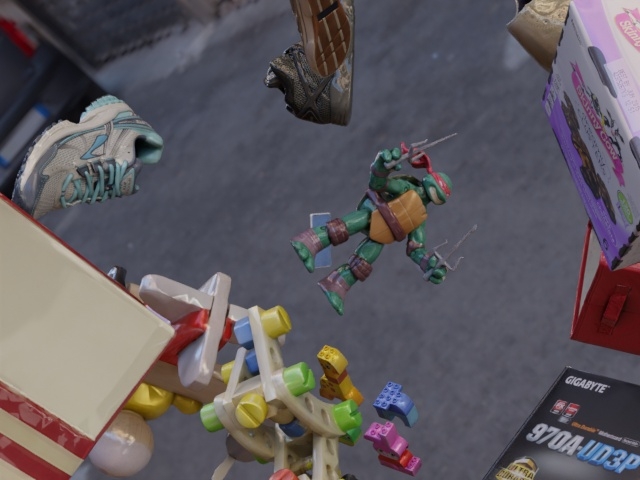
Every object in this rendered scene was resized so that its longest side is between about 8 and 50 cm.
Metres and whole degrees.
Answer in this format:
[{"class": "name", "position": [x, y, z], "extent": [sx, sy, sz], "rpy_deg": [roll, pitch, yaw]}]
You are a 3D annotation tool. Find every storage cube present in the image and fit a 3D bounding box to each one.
[{"class": "storage cube", "position": [0.429, 0.021, 1.602], "extent": [0.184, 0.193, 0.215], "rpy_deg": [94, -169, -55]}]

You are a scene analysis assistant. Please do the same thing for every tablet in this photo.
[{"class": "tablet", "position": [0.000, 0.000, 1.987], "extent": [0.006, 0.083, 0.054], "rpy_deg": [2, 4, 33]}]

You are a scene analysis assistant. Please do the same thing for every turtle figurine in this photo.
[{"class": "turtle figurine", "position": [0.087, -0.021, 1.552], "extent": [0.234, 0.175, 0.118], "rpy_deg": [-35, 12, 0]}]

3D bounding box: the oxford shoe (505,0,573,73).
[{"class": "oxford shoe", "position": [0.283, -0.321, 1.377], "extent": [0.140, 0.146, 0.397], "rpy_deg": [-47, 19, 43]}]

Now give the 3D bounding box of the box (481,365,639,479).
[{"class": "box", "position": [0.262, 0.217, 1.248], "extent": [0.175, 0.051, 0.220], "rpy_deg": [-51, 20, -12]}]

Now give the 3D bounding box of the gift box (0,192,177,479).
[{"class": "gift box", "position": [-0.257, 0.043, 0.757], "extent": [0.255, 0.258, 0.276], "rpy_deg": [-55, 18, -12]}]

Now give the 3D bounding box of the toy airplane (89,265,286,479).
[{"class": "toy airplane", "position": [-0.210, 0.174, 1.664], "extent": [0.386, 0.384, 0.272], "rpy_deg": [15, 77, 22]}]

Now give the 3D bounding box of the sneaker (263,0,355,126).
[{"class": "sneaker", "position": [-0.013, -0.277, 1.844], "extent": [0.087, 0.130, 0.228], "rpy_deg": [88, -173, -84]}]

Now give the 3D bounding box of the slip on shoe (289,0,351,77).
[{"class": "slip on shoe", "position": [-0.006, -0.216, 1.244], "extent": [0.051, 0.135, 0.041], "rpy_deg": [-38, 54, -16]}]

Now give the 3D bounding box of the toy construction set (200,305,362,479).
[{"class": "toy construction set", "position": [-0.042, 0.241, 1.237], "extent": [0.151, 0.215, 0.328], "rpy_deg": [-14, 38, 29]}]

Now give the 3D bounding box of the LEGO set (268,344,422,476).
[{"class": "LEGO set", "position": [0.027, 0.183, 1.536], "extent": [0.227, 0.093, 0.087], "rpy_deg": [14, 52, 35]}]

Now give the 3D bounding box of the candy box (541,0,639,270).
[{"class": "candy box", "position": [0.240, -0.084, 1.003], "extent": [0.070, 0.165, 0.196], "rpy_deg": [-18, -16, -2]}]

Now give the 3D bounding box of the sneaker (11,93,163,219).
[{"class": "sneaker", "position": [-0.302, -0.101, 1.735], "extent": [0.283, 0.122, 0.110], "rpy_deg": [-51, -10, -51]}]
